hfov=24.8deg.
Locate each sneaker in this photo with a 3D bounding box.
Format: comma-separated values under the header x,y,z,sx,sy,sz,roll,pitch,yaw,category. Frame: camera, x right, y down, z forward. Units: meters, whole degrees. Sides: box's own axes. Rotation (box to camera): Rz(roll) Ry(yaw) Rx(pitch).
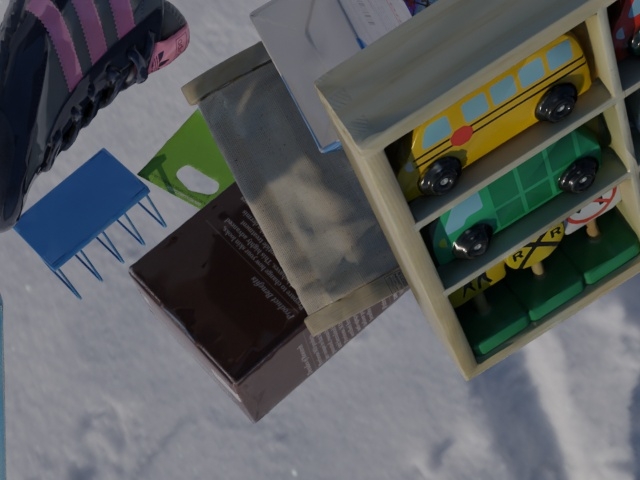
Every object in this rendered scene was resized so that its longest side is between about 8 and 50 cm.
x,y,z,sx,sy,sz,roll,pitch,yaw,category
-0.161,-0.133,1.025,0.131,0.112,0.319,21,65,-15,sneaker

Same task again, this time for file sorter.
x,y,z,sx,sy,sz,roll,pitch,yaw,category
-0.318,-0.018,2.033,0.170,0.118,0.104,-41,141,-12,file sorter

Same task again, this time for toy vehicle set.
x,y,z,sx,sy,sz,roll,pitch,yaw,category
0.139,-0.068,0.533,0.266,0.035,0.166,-33,144,-2,toy vehicle set

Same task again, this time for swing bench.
x,y,z,sx,sy,sz,roll,pitch,yaw,category
0.024,-0.069,1.386,0.165,0.254,0.253,-28,88,12,swing bench

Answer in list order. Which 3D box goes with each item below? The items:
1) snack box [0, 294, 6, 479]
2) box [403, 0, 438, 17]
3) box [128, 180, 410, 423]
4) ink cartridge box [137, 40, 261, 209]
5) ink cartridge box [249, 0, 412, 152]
x,y,z,sx,sy,sz,roll,pitch,yaw,category
-0.238,0.000,0.789,0.060,0.322,0.187,-11,134,-23,snack box
0.147,-0.371,2.167,0.200,0.057,0.293,8,87,-40,box
0.000,0.000,1.619,0.381,0.191,0.143,-39,154,-13,box
-0.092,-0.119,1.994,0.255,0.097,0.188,-46,137,14,ink cartridge box
0.028,-0.123,1.008,0.061,0.181,0.104,-28,87,19,ink cartridge box
